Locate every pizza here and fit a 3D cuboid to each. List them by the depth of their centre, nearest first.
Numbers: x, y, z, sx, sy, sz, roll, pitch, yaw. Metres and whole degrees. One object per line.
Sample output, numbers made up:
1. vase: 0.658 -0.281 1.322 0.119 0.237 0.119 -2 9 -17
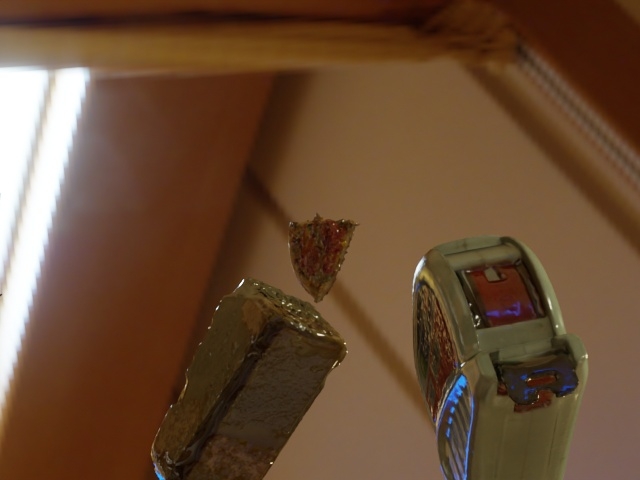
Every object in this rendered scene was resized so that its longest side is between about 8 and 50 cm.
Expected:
1. pizza: -0.011 0.005 2.098 0.099 0.029 0.100 36 -79 45

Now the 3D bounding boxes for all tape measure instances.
1. tape measure: 0.169 0.115 1.772 0.243 0.125 0.246 93 -14 -50

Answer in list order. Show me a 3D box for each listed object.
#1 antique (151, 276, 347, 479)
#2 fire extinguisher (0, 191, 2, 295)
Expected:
1. antique: -0.099 0.201 2.345 0.284 0.125 0.150 -60 -151 10
2. fire extinguisher: -0.369 0.011 2.063 0.039 0.056 0.132 91 2 -83
